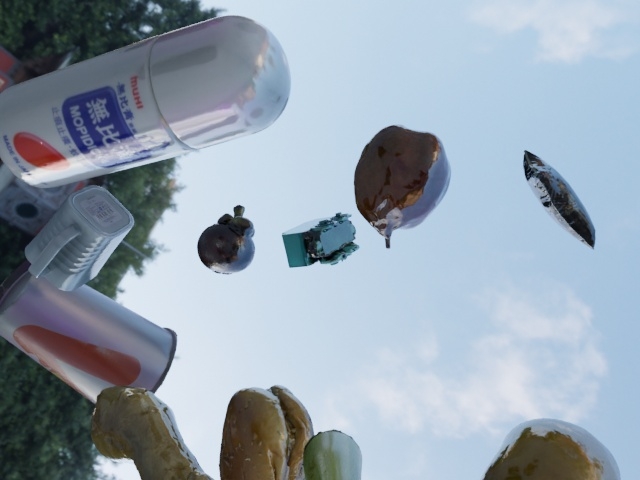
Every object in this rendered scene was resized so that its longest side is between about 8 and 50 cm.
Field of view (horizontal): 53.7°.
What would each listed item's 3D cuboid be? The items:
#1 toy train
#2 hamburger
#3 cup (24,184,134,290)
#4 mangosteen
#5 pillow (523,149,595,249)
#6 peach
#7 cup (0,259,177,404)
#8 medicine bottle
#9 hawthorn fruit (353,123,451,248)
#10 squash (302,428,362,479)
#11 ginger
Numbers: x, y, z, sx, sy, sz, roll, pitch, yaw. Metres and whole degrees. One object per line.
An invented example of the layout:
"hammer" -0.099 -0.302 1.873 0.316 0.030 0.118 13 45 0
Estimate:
"toy train" 0.000 0.000 1.496 0.155 0.107 0.198 -7 -169 31
"hamburger" -0.124 0.471 1.383 0.314 0.170 0.289 -164 -102 -67
"cup" -0.354 0.002 0.904 0.129 0.095 0.128 -44 -178 27
"mangosteen" -0.256 0.006 1.753 0.172 0.173 0.183 48 -61 49
"pillow" 0.338 -0.058 0.900 0.048 0.150 0.090 -41 -163 8
"peach" 0.248 0.327 0.746 0.153 0.251 0.251 40 -92 29
"cup" -0.426 0.166 1.118 0.203 0.288 0.203 -30 -145 23
"medicine bottle" -0.194 -0.153 0.707 0.341 0.130 0.130 -10 -128 21
"hawthorn fruit" 0.164 -0.105 1.304 0.208 0.208 0.248 3 -105 42
"squash" 0.023 0.352 0.869 0.094 0.094 0.224 -44 -172 4
"ginger" -0.174 0.314 0.772 0.348 0.122 0.362 -50 -122 54
